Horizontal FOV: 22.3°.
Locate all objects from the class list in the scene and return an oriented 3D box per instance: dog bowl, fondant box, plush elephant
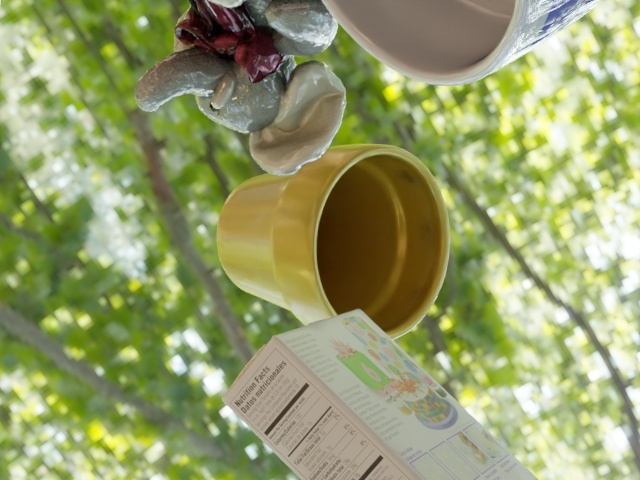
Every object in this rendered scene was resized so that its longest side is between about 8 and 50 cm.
[{"bbox_3d":[0.084,-0.248,1.138,0.104,0.265,0.265,-31,-160,-28],"label":"dog bowl"},{"bbox_3d":[0.086,0.224,1.663,0.096,0.330,0.238,-50,166,18],"label":"fondant box"},{"bbox_3d":[-0.090,-0.221,1.686,0.330,0.255,0.272,-2,-147,-46],"label":"plush elephant"}]

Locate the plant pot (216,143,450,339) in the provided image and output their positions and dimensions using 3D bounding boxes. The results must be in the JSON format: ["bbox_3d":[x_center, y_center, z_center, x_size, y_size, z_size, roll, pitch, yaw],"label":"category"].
[{"bbox_3d":[0.000,0.000,2.129,0.239,0.254,0.254,3,-139,46],"label":"plant pot"}]
